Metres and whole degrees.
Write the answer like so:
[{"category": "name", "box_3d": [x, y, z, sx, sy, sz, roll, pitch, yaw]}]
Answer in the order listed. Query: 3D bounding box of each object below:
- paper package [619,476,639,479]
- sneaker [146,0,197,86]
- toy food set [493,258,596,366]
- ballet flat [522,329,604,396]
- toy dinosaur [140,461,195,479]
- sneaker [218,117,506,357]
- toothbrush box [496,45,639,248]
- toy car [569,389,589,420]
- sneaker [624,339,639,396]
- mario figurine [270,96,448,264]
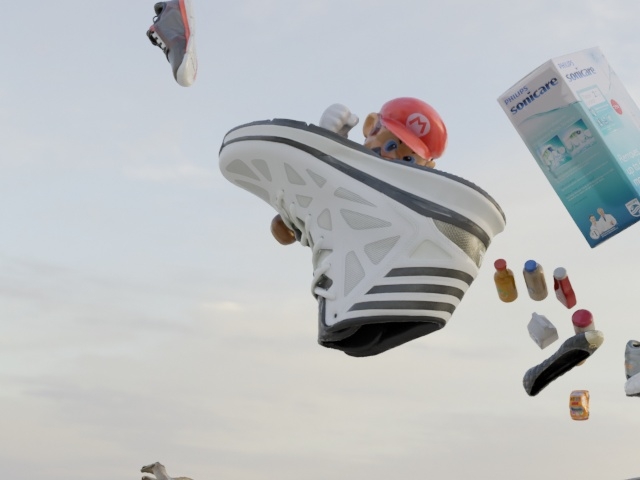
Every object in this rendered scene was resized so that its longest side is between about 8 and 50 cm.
[{"category": "paper package", "box_3d": [0.487, 0.526, 1.702, 0.310, 0.324, 0.168, -18, 8, 30]}, {"category": "sneaker", "box_3d": [-0.198, -0.261, 1.518, 0.065, 0.158, 0.061, -4, -41, -3]}, {"category": "toy food set", "box_3d": [0.416, 0.115, 2.087, 0.111, 0.232, 0.104, -32, -42, -6]}, {"category": "ballet flat", "box_3d": [0.420, 0.212, 1.962, 0.057, 0.049, 0.173, 33, -59, -26]}, {"category": "toy dinosaur", "box_3d": [-0.194, 0.371, 1.634, 0.183, 0.053, 0.093, 35, 27, 19]}, {"category": "sneaker", "box_3d": [0.000, 0.000, 1.548, 0.448, 0.257, 0.169, 19, -18, 31]}, {"category": "toothbrush box", "box_3d": [0.455, -0.161, 1.899, 0.126, 0.295, 0.216, -37, -9, 36]}, {"category": "toy car", "box_3d": [0.440, 0.291, 2.111, 0.122, 0.060, 0.040, 15, -9, 34]}, {"category": "sneaker", "box_3d": [0.582, 0.176, 1.799, 0.100, 0.108, 0.271, 6, -20, -37]}, {"category": "mario figurine", "box_3d": [0.060, -0.078, 1.683, 0.198, 0.170, 0.320, 12, -48, -41]}]
